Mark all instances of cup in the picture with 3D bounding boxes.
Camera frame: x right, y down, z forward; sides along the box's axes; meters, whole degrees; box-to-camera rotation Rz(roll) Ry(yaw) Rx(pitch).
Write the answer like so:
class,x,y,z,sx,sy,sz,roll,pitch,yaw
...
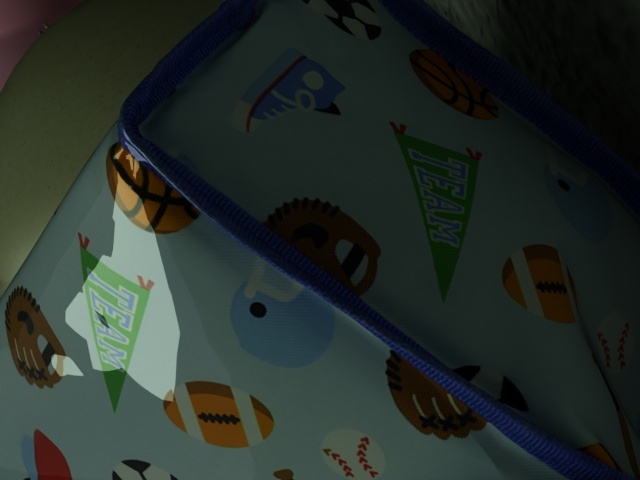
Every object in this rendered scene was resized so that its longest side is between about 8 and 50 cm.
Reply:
class,x,y,z,sx,sy,sz,roll,pitch,yaw
cup,-0.037,-0.032,1.058,0.237,0.331,0.331,-2,120,58

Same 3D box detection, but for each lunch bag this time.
class,x,y,z,sx,sy,sz,roll,pitch,yaw
lunch bag,0.030,0.093,0.787,0.385,0.239,0.328,38,138,-5

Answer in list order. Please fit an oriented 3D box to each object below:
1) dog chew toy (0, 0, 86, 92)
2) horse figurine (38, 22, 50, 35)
class,x,y,z,sx,sy,sz,roll,pitch,yaw
dog chew toy,-0.216,-0.125,1.307,0.206,0.206,0.332,43,155,64
horse figurine,-0.105,-0.050,1.191,0.066,0.174,0.263,7,108,63
